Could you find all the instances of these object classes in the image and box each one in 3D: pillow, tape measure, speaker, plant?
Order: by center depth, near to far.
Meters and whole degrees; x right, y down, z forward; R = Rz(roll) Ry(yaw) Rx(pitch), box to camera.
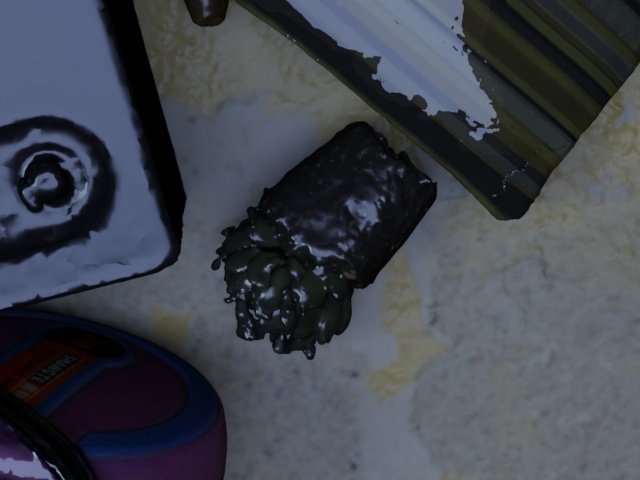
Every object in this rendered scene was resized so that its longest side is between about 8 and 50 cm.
[{"bbox_3d":[-0.223,-0.081,1.015,0.254,0.184,0.232,-14,102,2],"label":"speaker"},{"bbox_3d":[-0.179,0.129,1.040,0.245,0.231,0.149,18,105,13],"label":"tape measure"},{"bbox_3d":[0.096,-0.152,1.054,0.208,0.052,0.212,39,89,-9],"label":"pillow"},{"bbox_3d":[0.000,0.000,1.078,0.092,0.094,0.143,42,94,3],"label":"plant"}]

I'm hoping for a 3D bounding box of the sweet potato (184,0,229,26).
[{"bbox_3d":[-0.049,-0.242,1.035,0.077,0.077,0.243,9,103,-2],"label":"sweet potato"}]
